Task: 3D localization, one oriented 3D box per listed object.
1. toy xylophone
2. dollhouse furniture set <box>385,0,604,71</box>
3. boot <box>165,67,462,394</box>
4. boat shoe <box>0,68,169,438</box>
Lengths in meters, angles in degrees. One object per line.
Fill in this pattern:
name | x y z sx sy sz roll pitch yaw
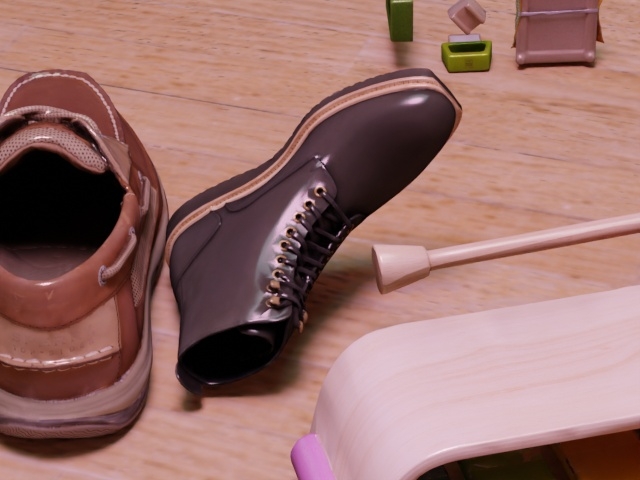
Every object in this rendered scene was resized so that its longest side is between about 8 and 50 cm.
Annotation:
toy xylophone | 0.143 0.075 0.978 0.323 0.081 0.236 -5 29 -2
dollhouse furniture set | 0.122 -0.166 1.333 0.152 0.076 0.058 -3 35 1
boot | 0.000 0.000 1.056 0.198 0.077 0.137 -37 29 20
boat shoe | -0.148 -0.023 1.105 0.123 0.116 0.324 -7 35 -7
